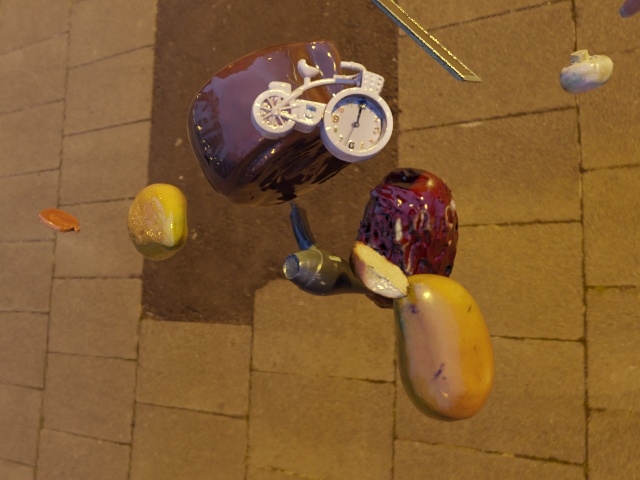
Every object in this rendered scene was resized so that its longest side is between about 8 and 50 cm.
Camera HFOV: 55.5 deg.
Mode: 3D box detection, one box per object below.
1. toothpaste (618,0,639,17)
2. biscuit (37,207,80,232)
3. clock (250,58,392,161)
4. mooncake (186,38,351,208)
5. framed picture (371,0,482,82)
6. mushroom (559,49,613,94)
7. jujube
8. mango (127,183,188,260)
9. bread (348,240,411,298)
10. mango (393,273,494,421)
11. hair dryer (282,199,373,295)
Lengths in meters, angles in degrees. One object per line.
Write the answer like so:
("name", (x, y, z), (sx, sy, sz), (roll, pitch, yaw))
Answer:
("toothpaste", (0.788, -0.596, 1.484), (0.067, 0.194, 0.043), (41, 93, 2))
("biscuit", (-0.499, -0.035, 1.170), (0.078, 0.091, 0.015), (31, 101, -4))
("clock", (0.002, -0.120, 0.557), (0.129, 0.041, 0.087), (7, 84, -9))
("mooncake", (-0.053, -0.178, 1.017), (0.174, 0.334, 0.326), (65, 152, 14))
("framed picture", (0.211, -0.424, 1.273), (0.296, 0.232, 0.019), (44, 115, 8))
("mushroom", (0.430, -0.275, 0.991), (0.084, 0.083, 0.067), (-11, 109, 28))
("jujube", (0.210, 0.010, 1.510), (0.258, 0.258, 0.376), (36, 140, 29))
("mango", (-0.362, -0.041, 1.377), (0.317, 0.119, 0.176), (20, 94, 63))
("bread", (0.098, 0.057, 1.050), (0.126, 0.129, 0.044), (36, 102, 1))
("mango", (0.242, 0.209, 1.219), (0.173, 0.211, 0.317), (2, 114, 55))
("hair dryer", (0.000, 0.000, 1.255), (0.091, 0.236, 0.271), (-45, 51, 30))
